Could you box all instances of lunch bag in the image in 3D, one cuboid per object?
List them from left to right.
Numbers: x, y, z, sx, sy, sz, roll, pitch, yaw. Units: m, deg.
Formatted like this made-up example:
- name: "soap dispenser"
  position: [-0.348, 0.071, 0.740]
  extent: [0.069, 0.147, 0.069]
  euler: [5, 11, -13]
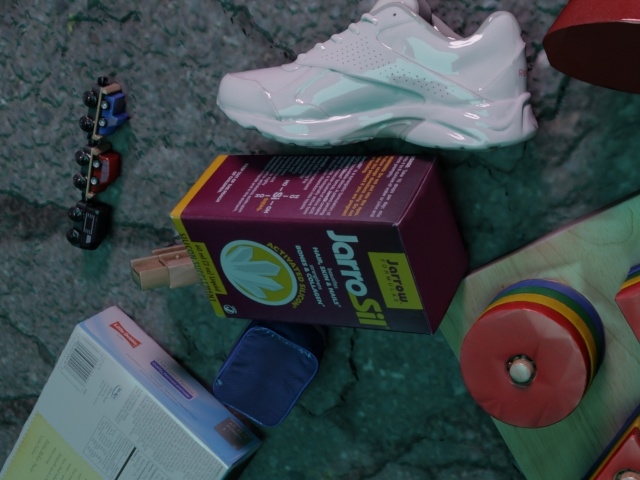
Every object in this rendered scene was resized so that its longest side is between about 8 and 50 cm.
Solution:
- name: "lunch bag"
  position: [-0.040, 0.098, 0.847]
  extent: [0.067, 0.065, 0.098]
  euler: [33, 118, -5]

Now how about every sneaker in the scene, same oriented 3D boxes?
- name: "sneaker"
  position: [0.037, -0.123, 0.731]
  extent: [0.232, 0.090, 0.115]
  euler: [2, 101, 16]

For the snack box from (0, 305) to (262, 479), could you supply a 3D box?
- name: "snack box"
  position: [-0.204, 0.240, 0.974]
  extent: [0.187, 0.060, 0.322]
  euler: [41, 120, 13]

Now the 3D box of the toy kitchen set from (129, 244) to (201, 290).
- name: "toy kitchen set"
  position: [-0.118, -0.008, 0.851]
  extent: [0.068, 0.083, 0.075]
  euler: [-151, 53, -63]

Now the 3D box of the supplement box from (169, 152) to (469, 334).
- name: "supplement box"
  position: [0.000, 0.000, 0.760]
  extent: [0.188, 0.081, 0.104]
  euler: [2, 130, 30]

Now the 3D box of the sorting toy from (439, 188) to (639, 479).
- name: "sorting toy"
  position: [0.227, 0.108, 0.704]
  extent: [0.255, 0.089, 0.257]
  euler: [-29, 93, 31]

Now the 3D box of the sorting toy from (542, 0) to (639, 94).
- name: "sorting toy"
  position: [0.316, -0.151, 0.586]
  extent: [0.365, 0.127, 0.126]
  euler: [6, 80, 21]

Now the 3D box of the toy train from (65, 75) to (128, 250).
- name: "toy train"
  position: [-0.189, -0.062, 0.887]
  extent: [0.036, 0.027, 0.158]
  euler: [20, 115, 15]
